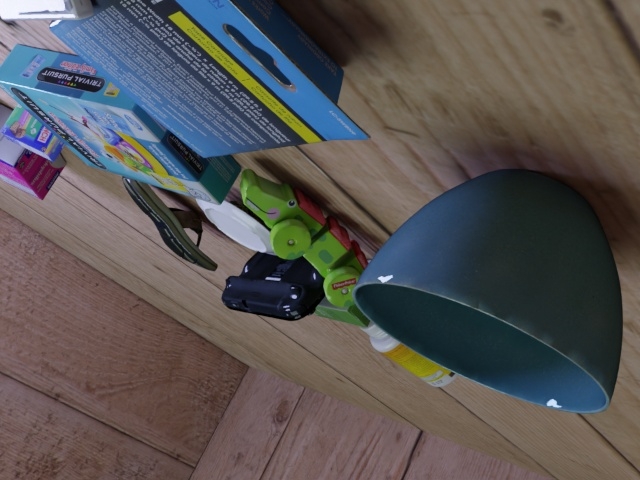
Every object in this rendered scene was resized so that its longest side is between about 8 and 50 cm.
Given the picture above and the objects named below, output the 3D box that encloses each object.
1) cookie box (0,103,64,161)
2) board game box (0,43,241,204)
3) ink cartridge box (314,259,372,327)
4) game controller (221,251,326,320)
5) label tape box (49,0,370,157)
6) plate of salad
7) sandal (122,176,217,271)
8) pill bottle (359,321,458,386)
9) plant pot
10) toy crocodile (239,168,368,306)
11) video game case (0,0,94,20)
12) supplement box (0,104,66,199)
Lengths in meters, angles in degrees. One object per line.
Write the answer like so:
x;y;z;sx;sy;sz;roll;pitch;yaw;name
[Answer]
-0.537;-0.216;1.422;0.107;0.092;0.040;25;166;6;cookie box
-0.328;-0.186;1.205;0.336;0.079;0.254;17;160;32;board game box
0.027;0.090;1.411;0.062;0.109;0.209;40;159;-33;ink cartridge box
-0.074;0.076;1.431;0.319;0.166;0.067;2;127;56;game controller
-0.105;-0.203;0.760;0.240;0.106;0.333;40;159;-31;label tape box
-0.150;-0.037;1.421;0.199;0.048;0.200;30;163;10;plate of salad
-0.306;-0.044;1.600;0.120;0.086;0.303;16;146;50;sandal
0.179;0.190;1.453;0.215;0.117;0.117;35;162;-23;pill bottle
0.208;0.038;0.826;0.290;0.196;0.290;26;163;8;plant pot
0.000;0.000;1.211;0.340;0.105;0.115;42;-166;-26;toy crocodile
-0.305;-0.309;0.729;0.201;0.023;0.184;17;130;45;video game case
-0.668;-0.192;1.660;0.113;0.111;0.220;27;164;2;supplement box
